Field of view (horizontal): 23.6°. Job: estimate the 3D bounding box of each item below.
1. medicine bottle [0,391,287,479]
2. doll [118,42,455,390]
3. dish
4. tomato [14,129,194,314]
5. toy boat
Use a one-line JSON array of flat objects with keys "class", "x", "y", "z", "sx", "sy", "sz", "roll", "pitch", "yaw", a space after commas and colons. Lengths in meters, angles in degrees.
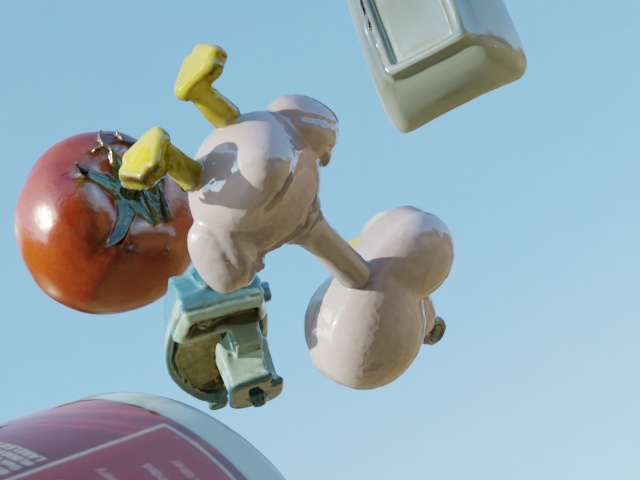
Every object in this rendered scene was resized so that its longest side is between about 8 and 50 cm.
[{"class": "medicine bottle", "x": -0.142, "y": 0.214, "z": 0.702, "sx": 0.252, "sy": 0.252, "sz": 0.241, "roll": -40, "pitch": -15, "yaw": 31}, {"class": "doll", "x": 0.001, "y": 0.000, "z": 1.164, "sx": 0.365, "sy": 0.094, "sz": 0.160, "roll": 42, "pitch": -107, "yaw": -46}, {"class": "dish", "x": 0.095, "y": -0.229, "z": 1.489, "sx": 0.151, "sy": 0.212, "sz": 0.077, "roll": -25, "pitch": -23, "yaw": 21}, {"class": "tomato", "x": -0.291, "y": -0.023, "z": 2.084, "sx": 0.255, "sy": 0.256, "sz": 0.224, "roll": -4, "pitch": -33, "yaw": -37}, {"class": "toy boat", "x": -0.080, "y": 0.094, "z": 1.255, "sx": 0.088, "sy": 0.102, "sz": 0.215, "roll": -14, "pitch": -23, "yaw": -14}]
